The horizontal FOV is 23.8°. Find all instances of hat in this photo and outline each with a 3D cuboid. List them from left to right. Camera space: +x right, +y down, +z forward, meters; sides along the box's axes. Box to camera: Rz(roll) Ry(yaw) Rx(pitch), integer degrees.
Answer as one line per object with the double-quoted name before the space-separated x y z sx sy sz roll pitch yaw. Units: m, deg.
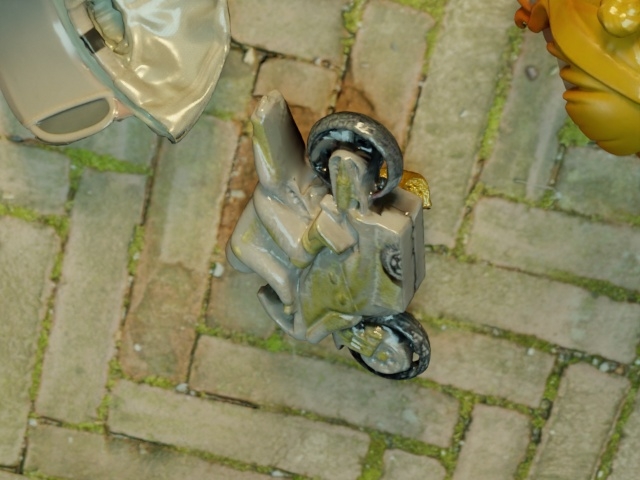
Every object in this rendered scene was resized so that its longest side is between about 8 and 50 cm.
"hat" -0.215 -0.203 1.429 0.226 0.164 0.220 7 130 42

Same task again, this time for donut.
"donut" 0.070 -0.052 1.522 0.067 0.083 0.038 -10 107 -31

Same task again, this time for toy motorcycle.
"toy motorcycle" 0.000 0.000 1.507 0.222 0.108 0.341 14 136 23

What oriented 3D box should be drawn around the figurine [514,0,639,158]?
"figurine" 0.288 -0.190 1.296 0.320 0.323 0.196 38 113 -21
